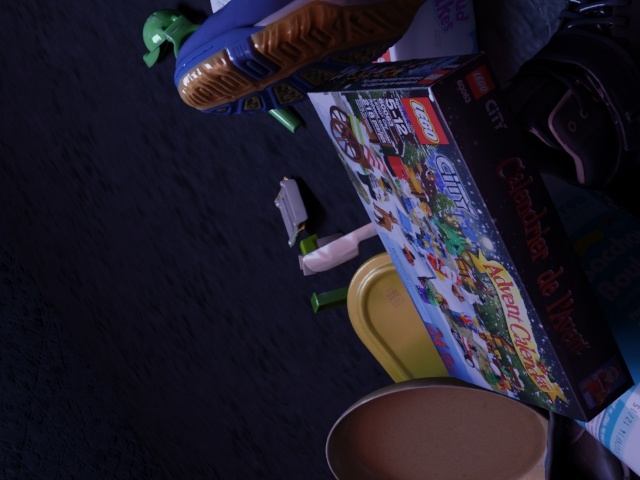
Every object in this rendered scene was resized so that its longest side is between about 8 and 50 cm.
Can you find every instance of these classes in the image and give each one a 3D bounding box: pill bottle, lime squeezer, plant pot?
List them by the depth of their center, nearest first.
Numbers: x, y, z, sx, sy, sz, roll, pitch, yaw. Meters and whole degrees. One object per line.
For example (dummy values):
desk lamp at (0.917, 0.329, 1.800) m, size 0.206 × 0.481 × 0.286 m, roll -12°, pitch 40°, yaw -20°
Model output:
pill bottle at (0.196, 0.045, 0.894) m, size 0.264 × 0.146 × 0.146 m, roll 41°, pitch 151°, yaw 30°
plant pot at (0.124, 0.205, 1.203) m, size 0.236 × 0.032 × 0.236 m, roll 4°, pitch 137°, yaw 4°
lime squeezer at (-0.141, -0.198, 1.344) m, size 0.310 × 0.059 × 0.109 m, roll 28°, pitch 142°, yaw 46°

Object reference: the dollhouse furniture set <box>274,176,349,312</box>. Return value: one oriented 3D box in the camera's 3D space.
dollhouse furniture set at (0.000, 0.000, 1.357) m, size 0.076 × 0.059 × 0.151 m, roll 109°, pitch 145°, yaw -69°

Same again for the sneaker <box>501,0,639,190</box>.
sneaker at (0.160, -0.139, 0.726) m, size 0.086 × 0.163 × 0.226 m, roll 20°, pitch 135°, yaw 56°

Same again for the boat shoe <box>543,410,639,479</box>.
boat shoe at (0.237, 0.208, 1.073) m, size 0.112 × 0.096 × 0.335 m, roll 38°, pitch 149°, yaw 36°

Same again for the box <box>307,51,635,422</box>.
box at (0.092, -0.004, 0.774) m, size 0.233 × 0.044 × 0.159 m, roll 62°, pitch 160°, yaw -17°

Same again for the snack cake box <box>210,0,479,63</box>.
snack cake box at (0.009, -0.203, 1.018) m, size 0.264 × 0.089 × 0.152 m, roll 32°, pitch 144°, yaw 43°

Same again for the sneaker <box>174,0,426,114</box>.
sneaker at (0.016, -0.201, 0.834) m, size 0.131 × 0.296 × 0.112 m, roll 63°, pitch -167°, yaw 17°

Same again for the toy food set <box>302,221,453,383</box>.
toy food set at (0.101, 0.062, 1.196) m, size 0.128 × 0.071 × 0.218 m, roll -35°, pitch 95°, yaw 32°
